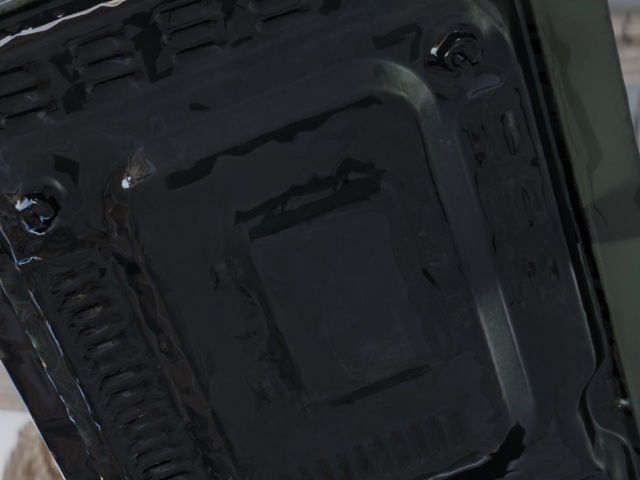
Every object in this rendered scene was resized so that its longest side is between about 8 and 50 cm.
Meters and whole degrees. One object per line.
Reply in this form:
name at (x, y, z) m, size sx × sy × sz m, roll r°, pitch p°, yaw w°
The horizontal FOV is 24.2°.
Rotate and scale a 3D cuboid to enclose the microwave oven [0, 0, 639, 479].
microwave oven at (0.000, 0.000, 0.651) m, size 0.218 × 0.286 × 0.355 m, roll -117°, pitch 7°, yaw -59°
